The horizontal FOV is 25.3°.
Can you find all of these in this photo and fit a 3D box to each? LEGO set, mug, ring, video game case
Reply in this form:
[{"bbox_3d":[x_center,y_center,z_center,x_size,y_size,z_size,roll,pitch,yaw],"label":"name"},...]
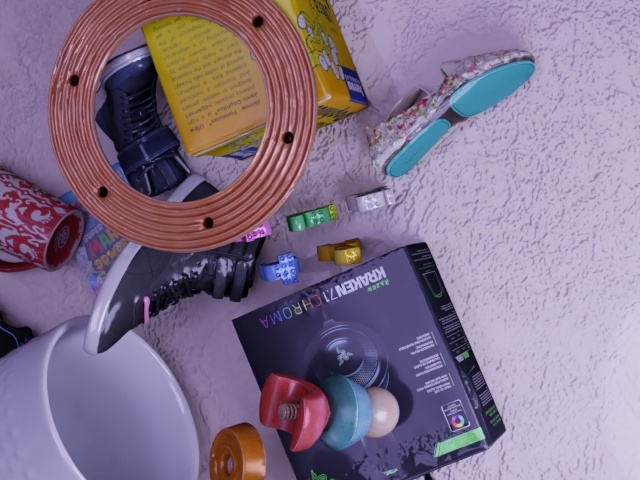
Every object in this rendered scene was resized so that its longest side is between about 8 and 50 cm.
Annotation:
[{"bbox_3d":[0.000,0.000,1.750,0.227,0.093,0.087,-15,98,-16],"label":"LEGO set"},{"bbox_3d":[-0.338,0.319,1.837,0.328,0.276,0.374,-29,113,26],"label":"mug"},{"bbox_3d":[-0.162,-0.154,1.674,0.337,0.032,0.336,0,91,16],"label":"ring"},{"bbox_3d":[-0.281,-0.005,1.921,0.119,0.015,0.166,-29,83,15],"label":"video game case"},{"bbox_3d":[-0.408,-0.025,1.917,0.169,0.150,0.113,24,66,17],"label":"mug"}]

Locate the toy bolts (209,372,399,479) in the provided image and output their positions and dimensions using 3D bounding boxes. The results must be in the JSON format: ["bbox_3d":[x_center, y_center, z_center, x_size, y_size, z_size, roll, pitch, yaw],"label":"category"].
[{"bbox_3d":[-0.007,0.253,1.680,0.218,0.159,0.228,41,120,53],"label":"toy bolts"}]

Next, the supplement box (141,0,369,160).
[{"bbox_3d":[-0.107,-0.298,1.770,0.195,0.194,0.356,-22,86,16],"label":"supplement box"}]

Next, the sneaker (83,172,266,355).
[{"bbox_3d":[-0.170,0.049,1.782,0.147,0.104,0.295,29,54,8],"label":"sneaker"}]

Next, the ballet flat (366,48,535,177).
[{"bbox_3d":[0.150,-0.174,1.760,0.241,0.091,0.077,-37,60,10],"label":"ballet flat"}]

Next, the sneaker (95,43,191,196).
[{"bbox_3d":[-0.218,-0.148,1.810,0.086,0.226,0.163,-27,83,-21],"label":"sneaker"}]

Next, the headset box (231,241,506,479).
[{"bbox_3d":[0.064,0.178,1.766,0.246,0.131,0.283,-23,86,16],"label":"headset box"}]

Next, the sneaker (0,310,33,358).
[{"bbox_3d":[-0.501,0.111,1.956,0.232,0.081,0.090,29,57,18],"label":"sneaker"}]
